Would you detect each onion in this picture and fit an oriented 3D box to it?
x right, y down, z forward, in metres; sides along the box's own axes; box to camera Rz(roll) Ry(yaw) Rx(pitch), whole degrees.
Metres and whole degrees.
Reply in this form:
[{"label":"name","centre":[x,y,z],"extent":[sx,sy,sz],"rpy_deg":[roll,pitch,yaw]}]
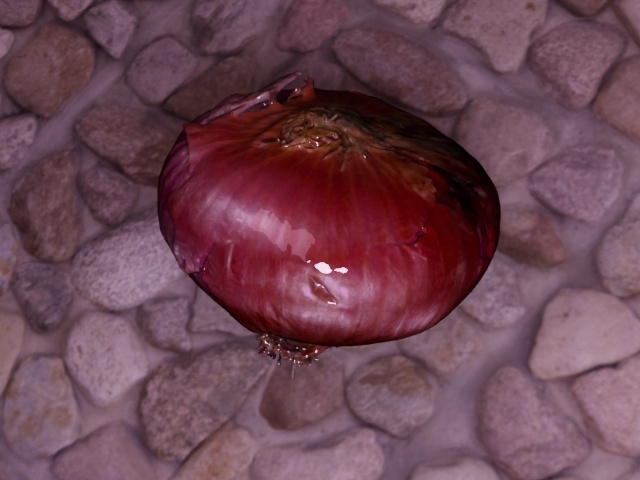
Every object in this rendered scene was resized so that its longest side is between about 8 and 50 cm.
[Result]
[{"label":"onion","centre":[0.000,0.000,1.441],"extent":[0.348,0.285,0.347],"rpy_deg":[10,28,-6]}]
